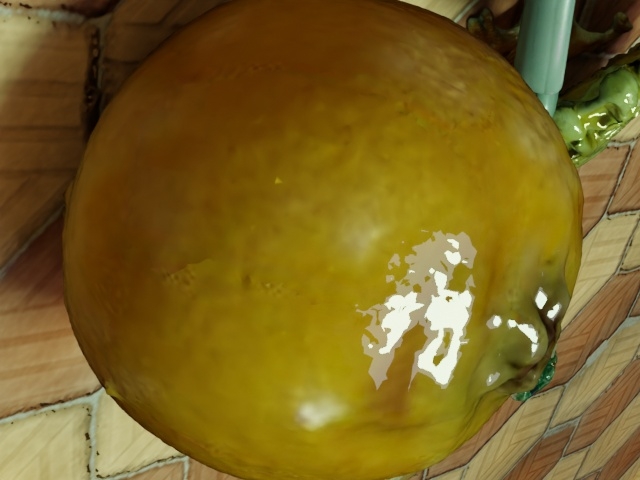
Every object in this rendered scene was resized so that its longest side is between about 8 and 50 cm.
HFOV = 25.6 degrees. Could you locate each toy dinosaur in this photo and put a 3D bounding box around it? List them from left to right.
[{"bbox_3d":[0.207,-0.174,1.263,0.142,0.057,0.212,-39,150,-3],"label":"toy dinosaur"}]

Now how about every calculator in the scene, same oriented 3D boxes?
[{"bbox_3d":[0.180,-0.220,1.061,0.185,0.041,0.299,-73,169,-49],"label":"calculator"}]

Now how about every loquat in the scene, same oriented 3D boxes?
[{"bbox_3d":[0.000,0.000,0.885,0.328,0.328,0.328,-37,153,-23],"label":"loquat"}]

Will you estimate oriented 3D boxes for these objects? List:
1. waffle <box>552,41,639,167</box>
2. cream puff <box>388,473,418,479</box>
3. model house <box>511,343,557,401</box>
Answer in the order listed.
[{"bbox_3d":[0.268,-0.132,1.295,0.317,0.073,0.297,-36,177,-34],"label":"waffle"},{"bbox_3d":[0.061,0.185,1.468,0.165,0.115,0.150,-26,141,-23],"label":"cream puff"},{"bbox_3d":[0.257,0.123,1.728,0.100,0.087,0.100,-28,150,-44],"label":"model house"}]
